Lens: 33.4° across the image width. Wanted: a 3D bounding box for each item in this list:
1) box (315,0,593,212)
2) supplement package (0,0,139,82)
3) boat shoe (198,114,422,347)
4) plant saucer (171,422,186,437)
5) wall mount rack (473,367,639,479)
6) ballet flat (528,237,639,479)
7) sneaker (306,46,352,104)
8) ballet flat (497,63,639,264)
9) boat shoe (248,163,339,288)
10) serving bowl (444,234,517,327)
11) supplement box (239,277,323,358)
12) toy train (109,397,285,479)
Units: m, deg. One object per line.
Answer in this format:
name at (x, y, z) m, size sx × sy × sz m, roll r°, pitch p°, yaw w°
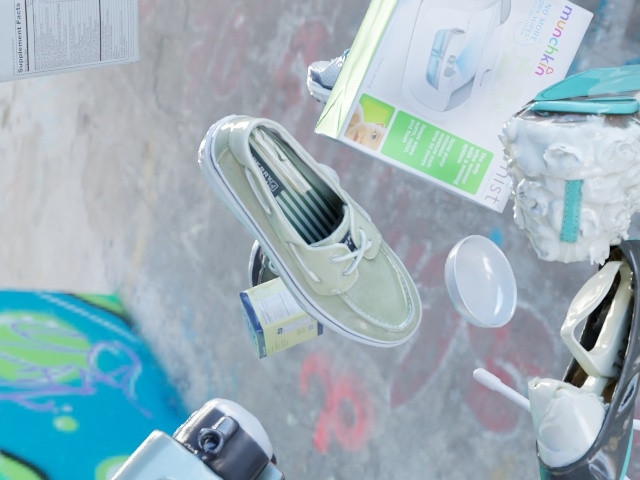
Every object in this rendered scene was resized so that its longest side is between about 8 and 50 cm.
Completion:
box at (0.156, -0.199, 1.283) m, size 0.262 × 0.231 × 0.127 m, roll -65°, pitch 15°, yaw 4°
supplement package at (-0.274, -0.204, 0.792) m, size 0.194 × 0.203 × 0.149 m, roll 15°, pitch 113°, yaw 36°
boat shoe at (0.000, 0.000, 1.047) m, size 0.109 × 0.302 × 0.094 m, roll -51°, pitch 20°, yaw -15°
plant saucer at (-0.184, 0.289, 1.483) m, size 0.013 × 0.083 × 0.084 m, roll 17°, pitch 101°, yaw 38°
wall mount rack at (0.269, 0.343, 1.360) m, size 0.350 × 0.304 × 0.130 m, roll -50°, pitch 10°, yaw -16°
ballet flat at (0.242, 0.123, 0.965) m, size 0.095 × 0.096 × 0.281 m, roll -6°, pitch 59°, yaw 64°
sneaker at (0.085, -0.262, 1.622) m, size 0.283 × 0.110 × 0.122 m, roll 20°, pitch 118°, yaw 46°
ballet flat at (0.231, -0.070, 0.898) m, size 0.146 × 0.409 × 0.147 m, roll 6°, pitch 106°, yaw 23°
boat shoe at (-0.058, 0.014, 1.957) m, size 0.119 × 0.121 × 0.335 m, roll -83°, pitch 11°, yaw -54°
serving bowl at (0.136, 0.039, 0.936) m, size 0.027 × 0.083 × 0.083 m, roll -22°, pitch 67°, yaw 43°
supplement box at (-0.045, 0.086, 1.256) m, size 0.083 × 0.083 × 0.056 m, roll 89°, pitch 157°, yaw -62°
toy train at (-0.152, 0.268, 0.829) m, size 0.142 × 0.334 × 0.190 m, roll 37°, pitch 158°, yaw 15°
